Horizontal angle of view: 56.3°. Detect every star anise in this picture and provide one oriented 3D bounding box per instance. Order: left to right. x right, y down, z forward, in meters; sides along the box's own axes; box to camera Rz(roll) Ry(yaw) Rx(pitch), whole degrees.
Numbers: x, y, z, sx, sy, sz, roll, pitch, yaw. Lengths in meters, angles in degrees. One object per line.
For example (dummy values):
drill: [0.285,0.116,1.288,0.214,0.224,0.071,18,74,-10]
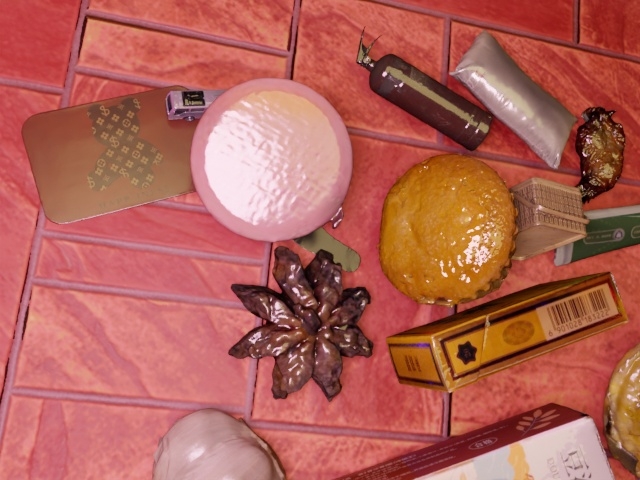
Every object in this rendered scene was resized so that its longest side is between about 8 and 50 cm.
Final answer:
star anise: [-0.023,0.123,0.893,0.236,0.109,0.223,45,78,-4]

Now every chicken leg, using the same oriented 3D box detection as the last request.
chicken leg: [0.486,-0.128,1.081,0.105,0.051,0.253,27,76,-3]

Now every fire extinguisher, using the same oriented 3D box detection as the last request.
fire extinguisher: [0.169,-0.258,1.018,0.267,0.072,0.089,30,96,-6]

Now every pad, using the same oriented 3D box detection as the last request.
pad: [-0.306,-0.137,0.926,0.266,0.004,0.181,-17,84,-16]

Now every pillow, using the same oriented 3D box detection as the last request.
pillow: [0.350,-0.253,1.057,0.254,0.078,0.144,41,53,-3]

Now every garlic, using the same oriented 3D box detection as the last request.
garlic: [-0.128,0.347,0.810,0.178,0.142,0.229,-41,99,-18]

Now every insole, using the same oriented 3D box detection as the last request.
insole: [0.000,0.000,0.971,0.152,0.002,0.053,32,75,-5]

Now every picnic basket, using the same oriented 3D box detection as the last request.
picnic basket: [0.330,-0.031,0.961,0.115,0.164,0.080,11,68,-26]

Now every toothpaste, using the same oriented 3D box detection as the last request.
toothpaste: [0.591,-0.030,1.081,0.391,0.061,0.099,-9,110,-14]

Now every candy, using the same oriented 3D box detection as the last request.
candy: [-0.067,-0.114,0.904,0.255,0.094,0.256,-1,95,-7]

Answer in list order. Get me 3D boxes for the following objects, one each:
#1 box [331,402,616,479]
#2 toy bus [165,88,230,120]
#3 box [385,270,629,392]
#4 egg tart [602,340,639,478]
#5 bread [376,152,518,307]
box: [0.242,0.465,0.849,0.384,0.122,0.345,-17,85,-6]
toy bus: [-0.175,-0.215,0.942,0.130,0.052,0.037,-7,83,-20]
box: [0.272,0.137,0.908,0.301,0.193,0.084,-16,83,-15]
egg tart: [0.631,0.288,0.949,0.340,0.132,0.342,1,96,5]
bread: [0.198,-0.014,0.917,0.139,0.239,0.240,13,74,-46]
